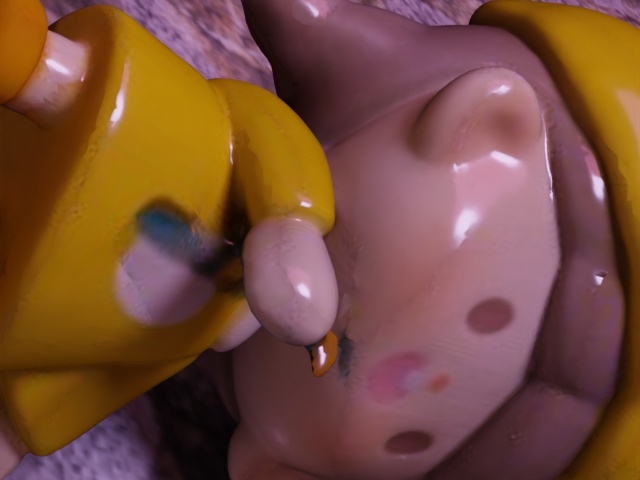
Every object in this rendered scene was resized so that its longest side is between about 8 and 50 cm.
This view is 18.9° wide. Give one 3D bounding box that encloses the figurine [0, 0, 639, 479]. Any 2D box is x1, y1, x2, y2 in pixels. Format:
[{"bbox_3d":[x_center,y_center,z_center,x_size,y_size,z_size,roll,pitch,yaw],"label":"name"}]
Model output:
[{"bbox_3d":[0.000,0.000,0.635,0.343,0.215,0.187,17,35,-39],"label":"figurine"}]
